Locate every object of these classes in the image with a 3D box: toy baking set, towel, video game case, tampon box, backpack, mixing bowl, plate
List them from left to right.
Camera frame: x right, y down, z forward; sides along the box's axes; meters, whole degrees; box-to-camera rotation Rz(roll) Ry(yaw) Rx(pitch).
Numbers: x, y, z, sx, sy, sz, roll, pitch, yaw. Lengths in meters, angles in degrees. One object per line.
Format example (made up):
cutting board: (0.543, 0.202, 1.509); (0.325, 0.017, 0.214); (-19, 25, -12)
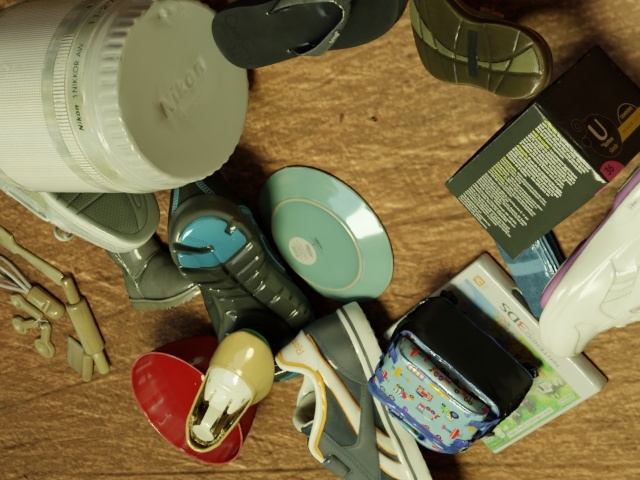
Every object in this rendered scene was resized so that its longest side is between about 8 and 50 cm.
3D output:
toy baking set: (-0.396, 0.095, 2.319); (0.196, 0.030, 0.256); (11, 130, 36)
mixing bowl: (-0.146, 0.192, 2.121); (0.181, 0.098, 0.181); (25, 137, 25)
plate: (0.000, 0.000, 1.879); (0.188, 0.024, 0.188); (24, 137, 24)
backpack: (0.129, 0.163, 1.794); (0.158, 0.117, 0.173); (42, 144, 6)
video game case: (0.189, 0.131, 1.821); (0.193, 0.023, 0.212); (47, 142, 0)
towel: (0.223, 0.028, 1.695); (0.067, 0.029, 0.119); (-10, 117, 47)
tampon box: (0.219, -0.081, 1.528); (0.101, 0.120, 0.161); (47, 142, 0)

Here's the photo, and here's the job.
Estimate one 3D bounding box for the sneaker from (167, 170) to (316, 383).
sneaker: (-0.088, 0.040, 1.940); (0.125, 0.140, 0.341); (-18, 136, 2)

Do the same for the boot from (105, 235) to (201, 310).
boot: (-0.234, -0.014, 2.054); (0.189, 0.076, 0.209); (-13, 107, 45)

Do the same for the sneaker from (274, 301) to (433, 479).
sneaker: (0.046, 0.235, 1.937); (0.126, 0.127, 0.321); (-133, 19, -72)

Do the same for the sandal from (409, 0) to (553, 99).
sandal: (0.153, -0.188, 1.519); (0.219, 0.060, 0.090); (28, 125, 53)

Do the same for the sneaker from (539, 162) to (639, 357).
sneaker: (0.311, 0.038, 1.548); (0.152, 0.114, 0.305); (39, 138, 8)

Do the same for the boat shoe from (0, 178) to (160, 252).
boat shoe: (-0.333, -0.084, 1.979); (0.320, 0.118, 0.103); (32, 145, 9)

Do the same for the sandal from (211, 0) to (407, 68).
sandal: (-0.013, -0.223, 1.655); (0.254, 0.054, 0.097); (-19, 111, 41)

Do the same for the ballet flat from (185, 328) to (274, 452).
ballet flat: (-0.110, 0.187, 1.932); (0.080, 0.073, 0.232); (30, 145, 4)

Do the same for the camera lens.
camera lens: (-0.243, -0.162, 1.800); (0.274, 0.219, 0.219); (2, 125, 41)
